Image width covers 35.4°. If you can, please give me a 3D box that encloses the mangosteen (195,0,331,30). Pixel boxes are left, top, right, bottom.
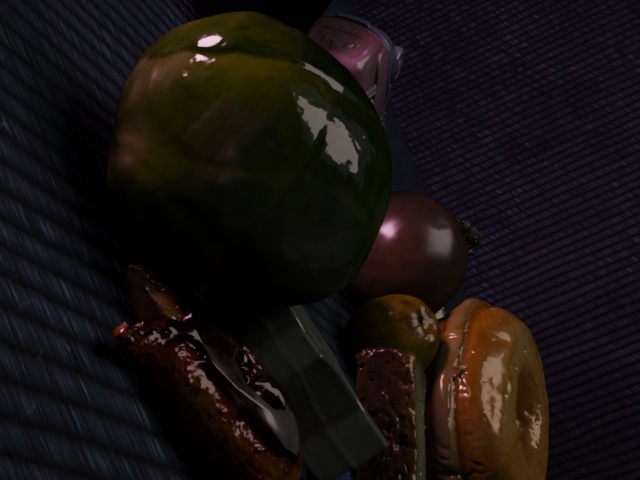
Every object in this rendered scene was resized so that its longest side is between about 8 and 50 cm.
[{"bbox_3d":[-0.084,-0.491,1.707,0.297,0.313,0.297,-22,90,-88],"label":"mangosteen"}]

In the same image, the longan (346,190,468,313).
[{"bbox_3d":[0.149,0.030,1.874,0.258,0.258,0.258,59,14,-25],"label":"longan"}]

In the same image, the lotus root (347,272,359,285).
[{"bbox_3d":[0.000,0.000,1.544,0.322,0.140,0.158,48,21,-59],"label":"lotus root"}]

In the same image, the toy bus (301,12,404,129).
[{"bbox_3d":[0.014,-0.254,1.814,0.232,0.197,0.294,-57,166,-54],"label":"toy bus"}]

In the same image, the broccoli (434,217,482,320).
[{"bbox_3d":[0.187,0.119,2.069,0.221,0.252,0.361,40,62,-54],"label":"broccoli"}]

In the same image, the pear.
[{"bbox_3d":[0.119,0.165,1.683,0.149,0.162,0.149,45,28,-32],"label":"pear"}]

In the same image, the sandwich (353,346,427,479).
[{"bbox_3d":[0.095,0.302,1.365,0.254,0.100,0.288,79,13,-67],"label":"sandwich"}]

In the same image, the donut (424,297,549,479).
[{"bbox_3d":[0.292,0.327,1.819,0.449,0.198,0.449,29,57,-57],"label":"donut"}]

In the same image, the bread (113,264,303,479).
[{"bbox_3d":[-0.111,0.143,0.979,0.269,0.095,0.139,44,18,-22],"label":"bread"}]

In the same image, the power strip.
[{"bbox_3d":[-0.037,0.174,1.179,0.229,0.141,0.261,57,1,-36],"label":"power strip"}]

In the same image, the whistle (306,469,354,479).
[{"bbox_3d":[0.029,0.387,1.125,0.062,0.062,0.304,55,17,-39],"label":"whistle"}]

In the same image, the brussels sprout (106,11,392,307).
[{"bbox_3d":[-0.083,-0.095,1.073,0.289,0.281,0.355,23,10,-28],"label":"brussels sprout"}]
